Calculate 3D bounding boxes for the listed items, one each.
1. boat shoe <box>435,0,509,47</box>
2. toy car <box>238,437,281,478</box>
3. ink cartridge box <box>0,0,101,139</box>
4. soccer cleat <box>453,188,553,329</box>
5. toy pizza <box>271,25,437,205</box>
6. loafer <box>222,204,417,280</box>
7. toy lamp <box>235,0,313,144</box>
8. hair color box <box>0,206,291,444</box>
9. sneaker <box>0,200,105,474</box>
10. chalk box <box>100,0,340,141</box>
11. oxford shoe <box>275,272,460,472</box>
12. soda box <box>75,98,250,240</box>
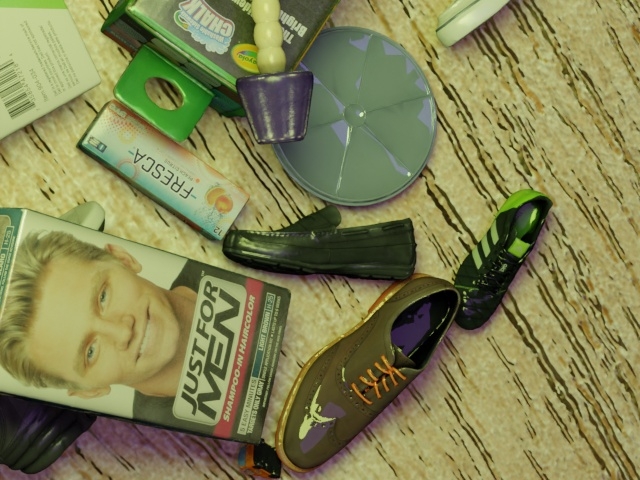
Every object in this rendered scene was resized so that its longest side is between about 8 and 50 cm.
[{"bbox_3d":[0.202,-0.324,1.789,0.084,0.095,0.258,45,69,-7],"label":"boat shoe"},{"bbox_3d":[-0.076,0.204,1.743,0.040,0.060,0.122,-16,74,28],"label":"toy car"},{"bbox_3d":[-0.387,-0.186,1.568,0.273,0.115,0.198,-31,125,-13],"label":"ink cartridge box"},{"bbox_3d":[0.203,0.020,1.791,0.060,0.072,0.179,30,82,-14],"label":"soccer cleat"},{"bbox_3d":[0.033,-0.137,1.762,0.201,0.032,0.201,2,85,-19],"label":"toy pizza"},{"bbox_3d":[0.000,0.000,1.737,0.223,0.076,0.078,4,84,-20],"label":"loafer"},{"bbox_3d":[-0.052,-0.231,1.534,0.080,0.080,0.274,-7,95,-15],"label":"toy lamp"},{"bbox_3d":[-0.199,0.091,1.585,0.347,0.105,0.173,18,80,-42],"label":"hair color box"},{"bbox_3d":[-0.278,0.109,1.653,0.147,0.104,0.295,38,73,-27],"label":"sneaker"},{"bbox_3d":[-0.104,-0.242,1.652,0.180,0.179,0.289,36,82,-14],"label":"chalk box"},{"bbox_3d":[0.051,0.142,1.734,0.097,0.098,0.271,41,79,-12],"label":"oxford shoe"},{"bbox_3d":[-0.168,-0.074,1.695,0.183,0.058,0.063,36,81,-12],"label":"soda box"}]
